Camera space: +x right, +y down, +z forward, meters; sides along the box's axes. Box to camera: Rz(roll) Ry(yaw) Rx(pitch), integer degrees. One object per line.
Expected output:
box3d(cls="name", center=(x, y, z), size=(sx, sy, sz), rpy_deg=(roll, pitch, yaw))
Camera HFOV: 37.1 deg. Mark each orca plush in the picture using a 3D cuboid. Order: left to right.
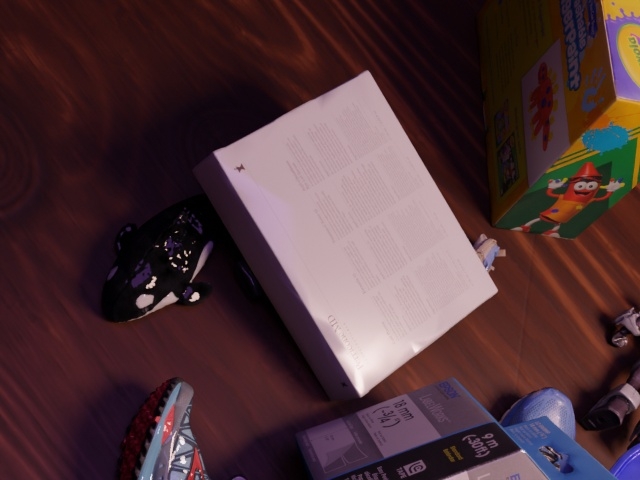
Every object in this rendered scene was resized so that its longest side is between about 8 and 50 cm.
box3d(cls="orca plush", center=(-0.178, -0.001, 1.305), size=(0.287, 0.102, 0.151), rpy_deg=(-27, 75, -29))

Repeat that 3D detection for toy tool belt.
box3d(cls="toy tool belt", center=(0.250, 0.034, 1.464), size=(0.051, 0.052, 0.083), rpy_deg=(29, 58, 8))

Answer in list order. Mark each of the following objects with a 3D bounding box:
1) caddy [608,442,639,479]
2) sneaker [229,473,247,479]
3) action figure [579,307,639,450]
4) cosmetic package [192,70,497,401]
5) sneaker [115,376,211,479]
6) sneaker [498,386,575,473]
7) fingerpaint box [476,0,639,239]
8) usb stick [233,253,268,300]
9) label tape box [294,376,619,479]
box3d(cls="caddy", center=(0.440, 0.413, 1.186), size=(0.241, 0.179, 0.341), rpy_deg=(26, 50, 37))
box3d(cls="sneaker", center=(-0.108, 0.342, 1.184), size=(0.040, 0.043, 0.109), rpy_deg=(17, 57, -7))
box3d(cls="action figure", center=(0.513, 0.195, 1.448), size=(0.185, 0.099, 0.285), rpy_deg=(39, 54, 12))
box3d(cls="cosmetic package", center=(0.041, -0.010, 1.336), size=(0.284, 0.097, 0.377), rpy_deg=(-32, 93, -32))
box3d(cls="sneaker", center=(-0.183, 0.301, 1.165), size=(0.125, 0.104, 0.261), rpy_deg=(23, 61, -27))
box3d(cls="sneaker", center=(0.288, 0.337, 1.260), size=(0.130, 0.147, 0.330), rpy_deg=(27, 56, -4))
box3d(cls="fingerpaint box", center=(0.406, -0.284, 1.499), size=(0.163, 0.371, 0.444), rpy_deg=(9, 60, -14))
box3d(cls="usb stick", center=(0.000, 0.000, 1.395), size=(0.278, 0.045, 0.077), rpy_deg=(-28, 94, -28))
box3d(cls="label tape box", center=(0.156, 0.263, 1.142), size=(0.334, 0.240, 0.105), rpy_deg=(-18, 104, -7))
